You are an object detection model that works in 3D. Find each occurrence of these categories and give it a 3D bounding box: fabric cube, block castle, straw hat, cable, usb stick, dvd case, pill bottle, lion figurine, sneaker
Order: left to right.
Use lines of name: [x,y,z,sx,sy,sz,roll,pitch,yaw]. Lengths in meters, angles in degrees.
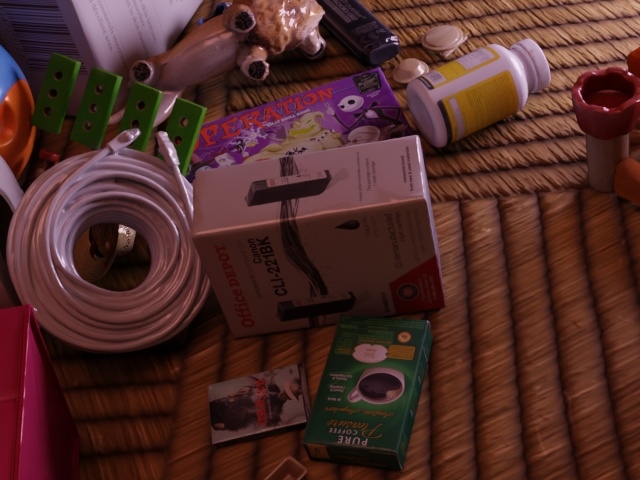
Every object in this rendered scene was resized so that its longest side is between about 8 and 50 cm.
fabric cube: [-0.402,0.249,1.110,0.258,0.254,0.259,-8,45,-3]
straw hat: [-0.284,-0.005,1.466,0.061,0.144,0.144,5,31,-40]
cable: [-0.257,0.015,1.338,0.257,0.089,0.257,-27,87,-22]
lion figurine: [-0.177,-0.273,1.635,0.392,0.142,0.240,-20,20,5]
sneaker: [-0.142,-0.366,1.770,0.135,0.058,0.052,-33,48,-16]
dvd case: [-0.071,0.192,1.261,0.119,0.013,0.087,-12,46,2]
usb stick: [0.032,-0.362,1.729,0.077,0.045,0.278,-23,46,-17]
pill bottle: [0.219,-0.209,1.493,0.184,0.103,0.103,-25,46,-9]
block castle: [0.557,-0.196,1.315,0.453,0.213,0.303,-33,48,-16]

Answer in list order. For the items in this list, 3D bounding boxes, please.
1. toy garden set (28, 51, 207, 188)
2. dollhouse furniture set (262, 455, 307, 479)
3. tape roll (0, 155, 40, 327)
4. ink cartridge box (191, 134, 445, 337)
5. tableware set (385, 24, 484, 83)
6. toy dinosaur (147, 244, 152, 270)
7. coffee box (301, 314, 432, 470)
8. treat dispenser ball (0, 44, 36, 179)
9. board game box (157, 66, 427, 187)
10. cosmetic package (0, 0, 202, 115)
toy garden set: [-0.291,-0.128,1.512,0.244,0.049,0.203,22,99,15]
dollhouse furniture set: [-0.081,0.255,1.157,0.091,0.081,0.114,31,62,35]
tape roll: [-0.469,0.018,1.372,0.169,0.246,0.246,-16,46,0]
ink cartridge box: [0.000,0.000,1.293,0.273,0.197,0.114,-8,47,8]
tableware set: [0.190,-0.265,1.613,0.141,0.020,0.169,-39,49,-23]
toy dinosaur: [-0.219,0.017,1.461,0.090,0.047,0.082,-19,44,46]
coffee box: [0.056,0.169,1.229,0.113,0.040,0.184,2,48,18]
treat dispenser ball: [-0.554,-0.173,1.542,0.288,0.288,0.288,-8,46,8]
board game box: [-0.046,-0.120,1.525,0.347,0.056,0.208,-19,42,-3]
cosmetic package: [-0.416,-0.449,1.734,0.327,0.329,0.393,7,50,22]
